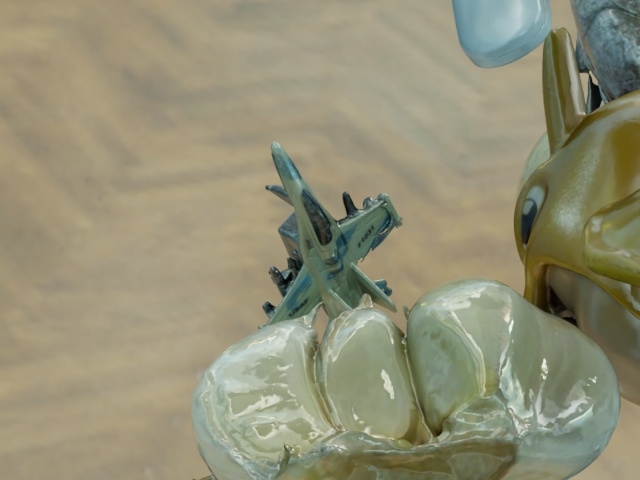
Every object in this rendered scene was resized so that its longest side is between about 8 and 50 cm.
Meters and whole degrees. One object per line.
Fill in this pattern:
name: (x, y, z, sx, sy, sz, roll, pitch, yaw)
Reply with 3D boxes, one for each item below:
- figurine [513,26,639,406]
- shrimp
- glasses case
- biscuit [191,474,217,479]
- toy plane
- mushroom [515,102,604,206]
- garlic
figurine: (0.330, -0.029, 1.359, 0.401, 0.268, 0.387, -47, 29, -23)
shrimp: (0.285, -0.167, 1.645, 0.116, 0.343, 0.145, -11, -12, 22)
glasses case: (0.133, -0.196, 1.371, 0.067, 0.045, 0.178, -24, 39, 20)
biscuit: (-0.074, 0.372, 1.928, 0.296, 0.296, 0.075, 32, 45, 30)
toy plane: (-0.007, -0.003, 1.689, 0.192, 0.262, 0.088, -46, 39, -21)
mushroom: (0.299, -0.022, 1.868, 0.195, 0.254, 0.189, -18, 18, -34)
garlic: (0.065, 0.124, 1.261, 0.281, 0.185, 0.203, -19, 36, 6)
